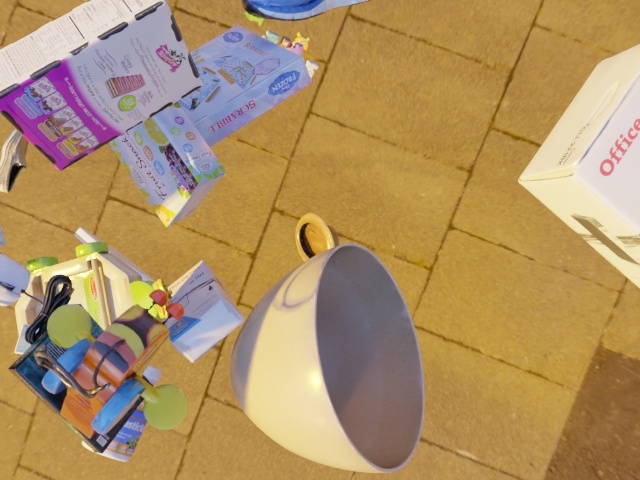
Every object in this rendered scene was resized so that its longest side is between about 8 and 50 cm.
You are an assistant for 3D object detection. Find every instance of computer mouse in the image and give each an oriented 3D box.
[{"bbox_3d":[-0.446,0.056,0.787,0.193,0.042,0.106,36,88,-19],"label":"computer mouse"}]

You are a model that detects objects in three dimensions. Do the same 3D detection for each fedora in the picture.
[{"bbox_3d":[0.000,0.000,1.824,0.194,0.079,0.194,15,109,47],"label":"fedora"}]

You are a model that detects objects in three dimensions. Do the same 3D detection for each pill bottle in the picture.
[{"bbox_3d":[-0.581,0.500,1.705,0.152,0.152,0.272,19,71,5],"label":"pill bottle"}]

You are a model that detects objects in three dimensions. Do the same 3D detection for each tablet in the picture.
[{"bbox_3d":[-0.498,0.180,1.022,0.083,0.006,0.054,6,64,-3],"label":"tablet"}]

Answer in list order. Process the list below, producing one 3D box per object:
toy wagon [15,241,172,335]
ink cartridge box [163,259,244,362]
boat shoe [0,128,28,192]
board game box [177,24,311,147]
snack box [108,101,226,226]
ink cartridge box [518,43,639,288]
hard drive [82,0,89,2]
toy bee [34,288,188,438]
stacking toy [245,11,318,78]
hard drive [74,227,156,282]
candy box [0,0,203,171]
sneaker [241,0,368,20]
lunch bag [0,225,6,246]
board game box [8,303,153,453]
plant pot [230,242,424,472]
[{"bbox_3d":[-0.400,0.140,1.026,0.344,0.068,0.267,-15,83,18],"label":"toy wagon"},{"bbox_3d":[-0.261,0.146,1.220,0.139,0.190,0.082,-39,125,-5],"label":"ink cartridge box"},{"bbox_3d":[-0.842,-0.220,1.579,0.072,0.068,0.190,18,84,9],"label":"boat shoe"},{"bbox_3d":[-0.231,-0.327,1.222,0.318,0.318,0.066,-35,133,-11],"label":"board game box"},{"bbox_3d":[-0.280,-0.153,1.014,0.207,0.070,0.174,56,140,2],"label":"snack box"},{"bbox_3d":[0.405,-0.068,0.672,0.273,0.114,0.197,38,83,-12],"label":"ink cartridge box"},{"bbox_3d":[-0.546,-0.576,1.326,0.094,0.135,0.022,22,92,-35],"label":"hard drive"},{"bbox_3d":[-0.227,0.145,0.678,0.195,0.298,0.162,52,55,-16],"label":"toy bee"},{"bbox_3d":[-0.114,-0.568,1.658,0.221,0.167,0.052,14,133,-30],"label":"stacking toy"},{"bbox_3d":[-0.680,0.070,1.918,0.318,0.210,0.040,26,76,44],"label":"hard drive"},{"bbox_3d":[-0.285,-0.211,0.733,0.233,0.159,0.071,-33,67,-9],"label":"candy box"},{"bbox_3d":[-0.025,-0.570,1.236,0.330,0.129,0.147,-26,123,-21],"label":"sneaker"},{"bbox_3d":[-0.529,-0.028,0.880,0.083,0.053,0.071,12,124,18],"label":"lunch bag"},{"bbox_3d":[-0.342,0.202,0.837,0.026,0.126,0.186,-8,124,37],"label":"board game box"},{"bbox_3d":[-0.007,0.164,0.761,0.190,0.284,0.284,-17,90,28],"label":"plant pot"}]
